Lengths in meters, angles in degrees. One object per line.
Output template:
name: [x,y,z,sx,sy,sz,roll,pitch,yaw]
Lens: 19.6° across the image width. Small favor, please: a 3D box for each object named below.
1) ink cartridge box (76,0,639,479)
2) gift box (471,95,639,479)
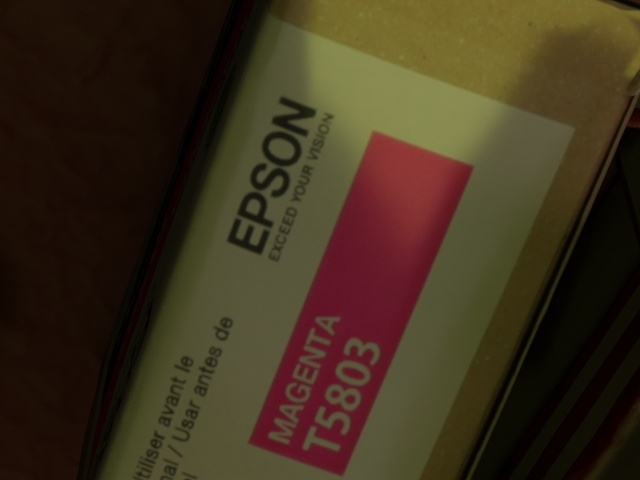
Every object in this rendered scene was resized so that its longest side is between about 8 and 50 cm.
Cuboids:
ink cartridge box: [0.000,0.000,0.516,0.088,0.193,0.234,19,112,-7]
gift box: [0.146,0.102,0.525,0.276,0.255,0.258,26,113,-15]
